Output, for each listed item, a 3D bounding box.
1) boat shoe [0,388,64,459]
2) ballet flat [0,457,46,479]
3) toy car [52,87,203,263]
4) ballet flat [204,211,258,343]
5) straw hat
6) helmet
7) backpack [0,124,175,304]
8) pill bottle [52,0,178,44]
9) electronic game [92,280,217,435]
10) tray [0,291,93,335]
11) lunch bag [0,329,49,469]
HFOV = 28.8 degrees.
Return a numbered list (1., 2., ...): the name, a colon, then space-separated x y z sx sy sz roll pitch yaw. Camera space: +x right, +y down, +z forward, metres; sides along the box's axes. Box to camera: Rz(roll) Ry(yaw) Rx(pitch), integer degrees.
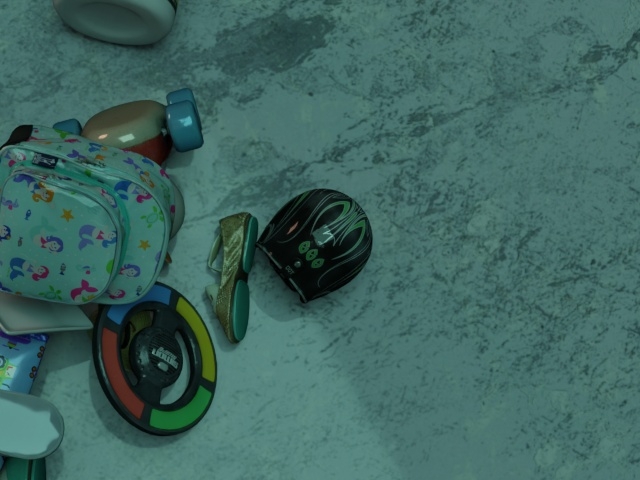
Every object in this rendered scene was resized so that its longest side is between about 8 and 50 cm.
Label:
1. boat shoe: -0.483 0.211 1.608 0.306 0.105 0.113 15 70 -15
2. ballet flat: -0.422 0.377 1.737 0.087 0.083 0.247 -8 75 -3
3. toy car: -0.267 -0.080 1.868 0.219 0.210 0.238 -15 107 -2
4. ballet flat: -0.139 0.057 1.899 0.067 0.073 0.206 1 70 16
5. straw hat: -0.308 0.128 1.834 0.061 0.144 0.144 -15 75 25
6. helmet: 0.000 0.000 1.888 0.161 0.169 0.169 -40 85 -6
7. backpack: -0.328 -0.023 1.699 0.254 0.191 0.225 13 114 -11
8. pill bottle: -0.295 -0.491 1.946 0.188 0.188 0.333 11 72 -8
9. electronic game: -0.235 0.167 1.794 0.229 0.048 0.229 26 54 -43
10. tray: -0.447 0.053 1.760 0.145 0.030 0.270 -2 37 -46
11. lunch bag: -0.554 0.190 1.703 0.293 0.138 0.220 23 71 -17
